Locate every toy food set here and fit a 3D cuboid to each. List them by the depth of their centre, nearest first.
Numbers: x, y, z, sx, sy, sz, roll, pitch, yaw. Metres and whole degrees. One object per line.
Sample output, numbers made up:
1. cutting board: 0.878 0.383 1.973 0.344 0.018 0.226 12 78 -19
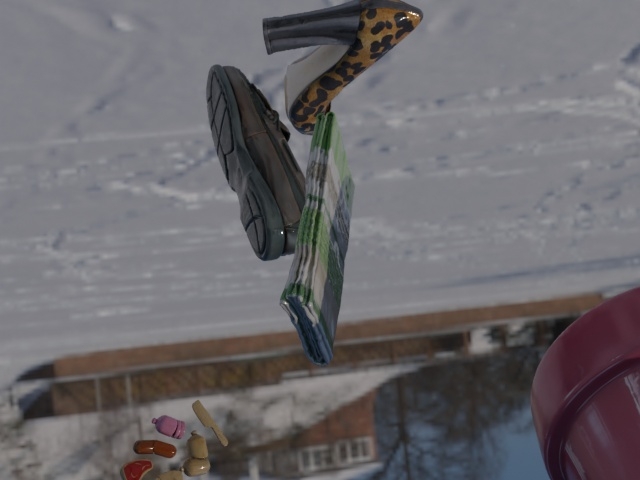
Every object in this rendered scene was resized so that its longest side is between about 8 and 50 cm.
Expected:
1. toy food set: -0.155 0.217 1.227 0.122 0.078 0.019 -34 179 -34

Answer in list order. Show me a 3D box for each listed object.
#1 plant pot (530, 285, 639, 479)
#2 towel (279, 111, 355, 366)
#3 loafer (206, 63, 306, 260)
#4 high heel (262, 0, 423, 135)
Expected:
1. plant pot: 0.249 0.152 0.774 0.201 0.180 0.201 -3 130 -4
2. towel: 0.000 0.000 0.865 0.023 0.152 0.113 3 152 10
3. loafer: -0.063 -0.092 1.386 0.084 0.267 0.096 -7 147 -20
4. high heel: 0.044 -0.204 1.501 0.186 0.093 0.261 -8 154 7
